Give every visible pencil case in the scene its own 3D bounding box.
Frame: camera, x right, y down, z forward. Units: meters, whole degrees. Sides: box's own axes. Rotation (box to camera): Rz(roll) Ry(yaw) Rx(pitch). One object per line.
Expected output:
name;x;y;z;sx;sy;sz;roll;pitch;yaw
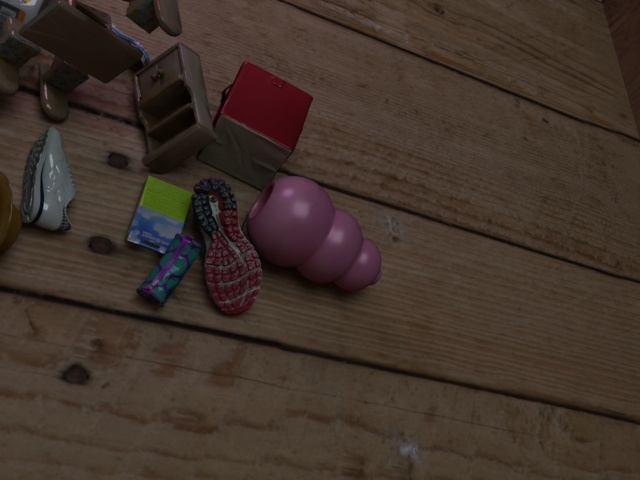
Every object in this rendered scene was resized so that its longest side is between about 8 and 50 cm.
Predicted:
pencil case;-0.307;0.059;1.538;0.065;0.070;0.151;30;72;6

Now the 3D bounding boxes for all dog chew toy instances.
dog chew toy;0.000;0.000;1.708;0.332;0.207;0.206;33;50;-18

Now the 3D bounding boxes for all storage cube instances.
storage cube;-0.154;-0.268;1.790;0.215;0.183;0.193;27;52;-13

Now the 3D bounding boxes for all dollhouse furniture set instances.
dollhouse furniture set;-0.426;-0.346;1.586;0.394;0.362;0.256;27;42;-53

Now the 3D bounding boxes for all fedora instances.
fedora;-0.624;-0.037;1.419;0.079;0.194;0.194;34;36;-59

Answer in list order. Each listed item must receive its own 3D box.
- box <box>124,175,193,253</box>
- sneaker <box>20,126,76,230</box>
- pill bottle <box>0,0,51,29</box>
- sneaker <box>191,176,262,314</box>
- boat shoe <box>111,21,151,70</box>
box;-0.349;-0.045;1.628;0.109;0.042;0.178;22;53;-17
sneaker;-0.551;-0.126;1.548;0.095;0.090;0.235;18;56;-35
pill bottle;-0.743;-0.543;1.636;0.279;0.162;0.162;23;52;-16
sneaker;-0.203;0.014;1.639;0.121;0.112;0.299;-10;79;-12
boat shoe;-0.487;-0.459;1.803;0.183;0.066;0.066;38;54;9
